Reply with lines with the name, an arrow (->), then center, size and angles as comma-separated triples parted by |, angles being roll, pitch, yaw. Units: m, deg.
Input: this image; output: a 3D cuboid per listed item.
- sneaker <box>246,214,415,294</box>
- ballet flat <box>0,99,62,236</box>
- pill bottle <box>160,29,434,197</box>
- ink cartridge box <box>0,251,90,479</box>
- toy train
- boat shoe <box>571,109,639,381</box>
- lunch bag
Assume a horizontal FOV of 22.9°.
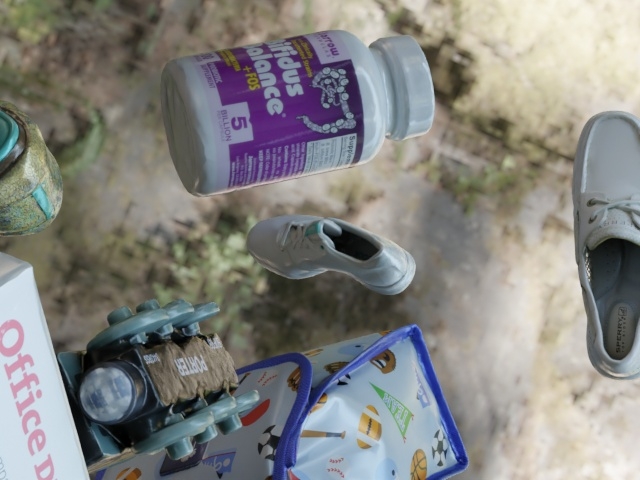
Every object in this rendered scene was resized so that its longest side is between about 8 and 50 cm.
sneaker -> 0.000, 0.000, 1.783 | 0.094, 0.212, 0.080 | 43, 61, -56
ballet flat -> -0.340, -0.100, 1.375 | 0.348, 0.123, 0.123 | 32, -77, 38
pill bottle -> -0.026, -0.159, 1.879 | 0.169, 0.302, 0.169 | 167, -90, -74
ink cartridge box -> -0.342, 0.195, 1.024 | 0.385, 0.160, 0.279 | -37, 131, -39
toy train -> -0.180, 0.144, 1.445 | 0.190, 0.142, 0.334 | -26, 175, 10
boat shoe -> 0.299, -0.003, 1.562 | 0.096, 0.098, 0.277 | 40, 47, -73
lunch bag -> -0.064, 0.263, 1.884 | 0.328, 0.238, 0.385 | -21, -178, 34
